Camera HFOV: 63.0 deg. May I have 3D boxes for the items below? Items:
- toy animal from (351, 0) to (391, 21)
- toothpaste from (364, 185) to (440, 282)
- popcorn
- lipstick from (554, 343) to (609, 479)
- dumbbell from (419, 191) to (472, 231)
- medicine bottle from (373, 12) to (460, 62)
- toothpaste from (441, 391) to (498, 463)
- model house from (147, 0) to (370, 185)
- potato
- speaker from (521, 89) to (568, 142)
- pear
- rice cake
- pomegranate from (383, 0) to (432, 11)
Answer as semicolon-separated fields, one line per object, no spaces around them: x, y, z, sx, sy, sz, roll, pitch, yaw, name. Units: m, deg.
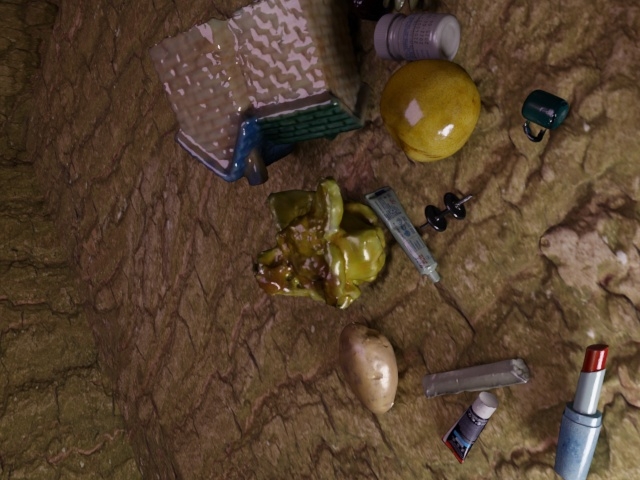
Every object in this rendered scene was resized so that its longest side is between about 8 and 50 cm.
0.098;-0.608;1.180;0.116;0.179;0.219;-1;114;38;toy animal
0.202;-0.015;1.242;0.069;0.047;0.269;-34;73;9;toothpaste
0.008;-0.009;1.284;0.325;0.290;0.321;40;111;28;popcorn
0.503;0.324;0.998;0.068;0.061;0.274;16;106;39;lipstick
0.277;-0.063;1.160;0.147;0.069;0.070;-38;70;39;dumbbell
0.212;-0.445;1.151;0.168;0.105;0.105;21;109;39;medicine bottle
0.336;0.421;1.186;0.071;0.045;0.194;47;131;39;toothpaste
-0.109;-0.370;1.329;0.444;0.395;0.401;-10;104;28;model house
0.128;0.317;1.320;0.235;0.128;0.161;61;146;13;potato
0.423;-0.236;1.007;0.075;0.060;0.095;39;120;34;speaker
0.232;-0.277;1.093;0.208;0.208;0.209;7;100;43;pear
0.338;0.308;1.157;0.256;0.052;0.057;-27;43;42;rice cake
0.195;-0.636;1.058;0.242;0.242;0.306;5;102;43;pomegranate
